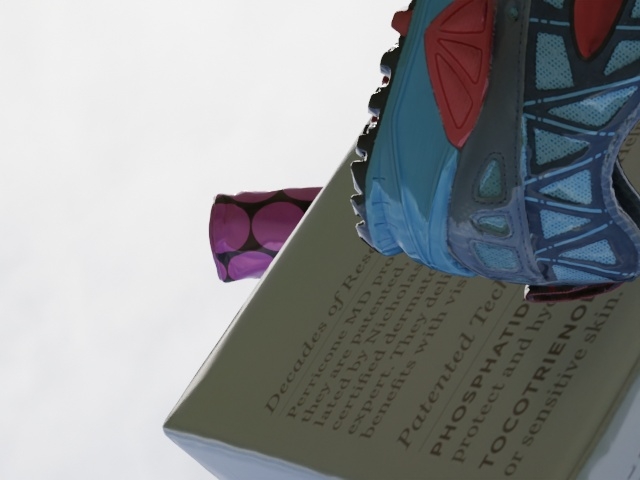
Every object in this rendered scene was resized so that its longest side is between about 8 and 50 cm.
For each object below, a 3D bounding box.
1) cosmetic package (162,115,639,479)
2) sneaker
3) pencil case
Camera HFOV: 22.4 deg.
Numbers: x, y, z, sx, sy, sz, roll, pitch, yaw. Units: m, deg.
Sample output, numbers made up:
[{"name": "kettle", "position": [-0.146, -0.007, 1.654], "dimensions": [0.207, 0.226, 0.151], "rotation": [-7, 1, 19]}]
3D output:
[{"name": "cosmetic package", "position": [0.187, 0.088, 0.933], "dimensions": [0.327, 0.329, 0.394], "rotation": [-57, -156, -16]}, {"name": "sneaker", "position": [0.101, -0.102, 0.527], "dimensions": [0.125, 0.262, 0.104], "rotation": [19, -155, 10]}, {"name": "pencil case", "position": [0.000, 0.000, 1.527], "dimensions": [0.209, 0.098, 0.095], "rotation": [1, -128, 3]}]
